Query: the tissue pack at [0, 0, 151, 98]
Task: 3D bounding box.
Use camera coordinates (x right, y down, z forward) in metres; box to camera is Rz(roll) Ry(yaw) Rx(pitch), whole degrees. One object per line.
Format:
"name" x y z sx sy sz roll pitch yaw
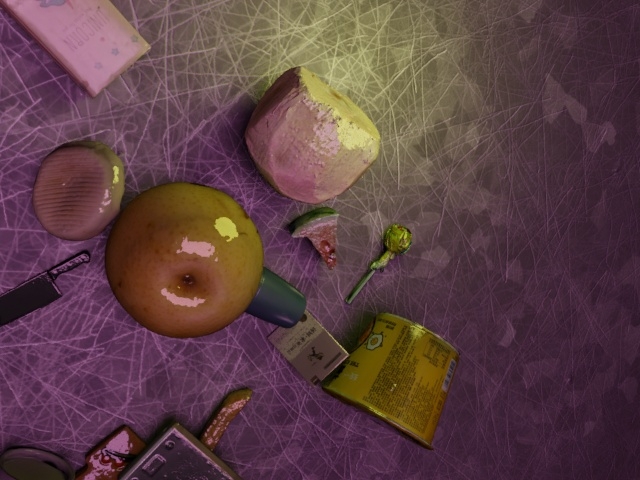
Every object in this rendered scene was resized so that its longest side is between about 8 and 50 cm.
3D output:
"tissue pack" -0.529 -0.472 1.259 0.170 0.071 0.325 -48 114 -12

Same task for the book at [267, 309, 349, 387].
"book" -0.033 0.271 1.570 0.127 0.014 0.181 -41 72 -12

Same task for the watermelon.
"watermelon" 0.010 -0.022 1.560 0.121 0.098 0.158 -46 109 5

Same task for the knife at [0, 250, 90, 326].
"knife" -0.612 0.107 1.350 0.245 0.019 0.072 -31 111 -13

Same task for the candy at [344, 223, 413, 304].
"candy" 0.157 0.070 1.659 0.262 0.073 0.077 -51 141 -1

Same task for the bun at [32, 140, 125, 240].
"bun" -0.496 -0.104 1.295 0.222 0.127 0.222 0 88 13

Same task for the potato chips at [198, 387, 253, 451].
"potato chips" -0.295 0.549 1.536 0.080 0.057 0.407 28 87 -18

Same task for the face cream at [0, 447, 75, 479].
"face cream" -0.648 0.577 1.323 0.175 0.175 0.195 24 88 -25

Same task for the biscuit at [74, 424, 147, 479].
"biscuit" -0.494 0.591 1.464 0.278 0.043 0.302 3 97 -24

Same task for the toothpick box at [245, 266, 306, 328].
"toothpick box" -0.128 0.141 1.511 0.184 0.120 0.120 33 85 -28

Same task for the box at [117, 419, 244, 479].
"box" -0.328 0.591 1.475 0.211 0.045 0.270 -44 107 -10

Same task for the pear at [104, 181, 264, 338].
"pear" -0.288 0.040 1.315 0.348 0.348 0.348 -4 100 -23

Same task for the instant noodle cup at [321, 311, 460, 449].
"instant noodle cup" 0.200 0.355 1.597 0.325 0.325 0.254 36 75 -24

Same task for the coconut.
"coconut" -0.030 -0.225 1.405 0.297 0.297 0.254 35 112 -24
